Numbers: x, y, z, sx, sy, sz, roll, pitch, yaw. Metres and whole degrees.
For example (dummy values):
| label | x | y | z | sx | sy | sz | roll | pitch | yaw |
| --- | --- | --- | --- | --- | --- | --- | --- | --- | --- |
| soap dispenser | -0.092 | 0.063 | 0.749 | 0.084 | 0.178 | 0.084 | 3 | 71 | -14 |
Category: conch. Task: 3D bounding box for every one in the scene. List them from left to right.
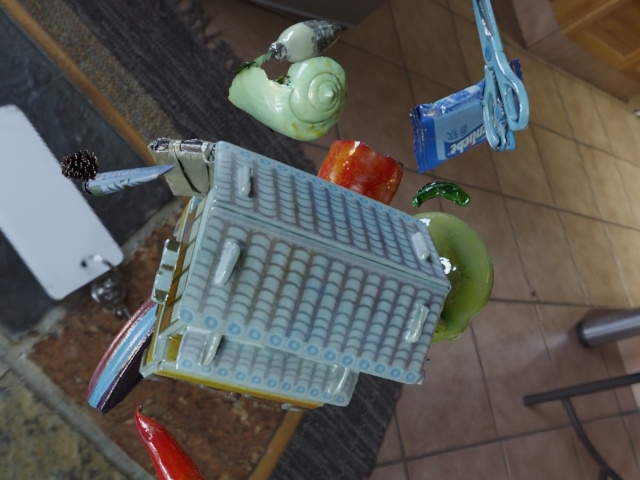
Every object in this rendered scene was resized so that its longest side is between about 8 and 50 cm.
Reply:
| label | x | y | z | sx | sy | sz | roll | pitch | yaw |
| --- | --- | --- | --- | --- | --- | --- | --- | --- | --- |
| conch | -0.070 | -0.249 | 1.041 | 0.143 | 0.250 | 0.137 | -25 | 130 | -46 |

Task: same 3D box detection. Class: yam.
| label | x | y | z | sx | sy | sz | roll | pitch | yaw |
| --- | --- | --- | --- | --- | --- | --- | --- | --- | --- |
| yam | -0.224 | 0.275 | 1.298 | 0.141 | 0.079 | 0.079 | 21 | 54 | -8 |

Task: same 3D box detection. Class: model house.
| label | x | y | z | sx | sy | sz | roll | pitch | yaw |
| --- | --- | --- | --- | --- | --- | --- | --- | --- | --- |
| model house | -0.033 | 0.044 | 0.589 | 0.224 | 0.215 | 0.198 | 20 | 63 | -23 |

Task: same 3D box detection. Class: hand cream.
| label | x | y | z | sx | sy | sz | roll | pitch | yaw |
| --- | --- | --- | --- | --- | --- | --- | --- | --- | --- |
| hand cream | -0.497 | -0.161 | 1.635 | 0.091 | 0.271 | 0.058 | -49 | 127 | -65 |

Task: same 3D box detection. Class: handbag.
| label | x | y | z | sx | sy | sz | roll | pitch | yaw |
| --- | --- | --- | --- | --- | --- | --- | --- | --- | --- |
| handbag | -0.367 | -0.217 | 1.994 | 0.253 | 0.316 | 0.109 | 73 | 27 | -57 |

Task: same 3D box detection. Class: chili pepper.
| label | x | y | z | sx | sy | sz | roll | pitch | yaw |
| --- | --- | --- | --- | --- | --- | --- | --- | --- | --- |
| chili pepper | -0.278 | 0.514 | 1.318 | 0.092 | 0.137 | 0.368 | -25 | 109 | -26 |
| chili pepper | 0.104 | -0.145 | 2.017 | 0.251 | 0.229 | 0.305 | 23 | 93 | -27 |
| chili pepper | 0.221 | -0.088 | 1.164 | 0.118 | 0.035 | 0.055 | -2 | 60 | -19 |

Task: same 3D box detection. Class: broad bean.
| label | x | y | z | sx | sy | sz | roll | pitch | yaw |
| --- | --- | --- | --- | --- | --- | --- | --- | --- | --- |
| broad bean | 0.250 | 0.081 | 1.350 | 0.119 | 0.238 | 0.291 | -42 | 123 | -71 |

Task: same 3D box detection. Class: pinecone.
| label | x | y | z | sx | sy | sz | roll | pitch | yaw |
| --- | --- | --- | --- | --- | --- | --- | --- | --- | --- |
| pinecone | -0.552 | -0.168 | 1.445 | 0.083 | 0.077 | 0.077 | -24 | 88 | -51 |

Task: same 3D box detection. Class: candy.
| label | x | y | z | sx | sy | sz | roll | pitch | yaw |
| --- | --- | --- | --- | --- | --- | --- | --- | --- | --- |
| candy | 0.363 | -0.300 | 1.521 | 0.331 | 0.077 | 0.187 | -26 | 127 | -11 |

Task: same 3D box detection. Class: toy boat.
| label | x | y | z | sx | sy | sz | roll | pitch | yaw |
| --- | --- | --- | --- | --- | --- | --- | --- | --- | --- |
| toy boat | -0.417 | 0.250 | 1.478 | 0.136 | 0.392 | 0.079 | 35 | 5 | -47 |

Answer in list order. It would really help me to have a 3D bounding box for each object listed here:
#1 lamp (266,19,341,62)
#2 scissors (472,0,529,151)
| label | x | y | z | sx | sy | sz | roll | pitch | yaw |
| --- | --- | --- | --- | --- | --- | --- | --- | --- | --- |
| lamp | -0.038 | -0.525 | 1.659 | 0.250 | 0.101 | 0.101 | -35 | 95 | -35 |
| scissors | 0.352 | -0.373 | 1.288 | 0.032 | 0.180 | 0.393 | -9 | 83 | -10 |
